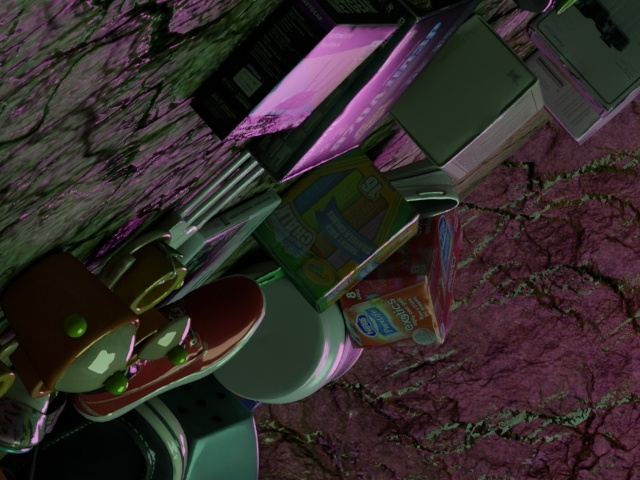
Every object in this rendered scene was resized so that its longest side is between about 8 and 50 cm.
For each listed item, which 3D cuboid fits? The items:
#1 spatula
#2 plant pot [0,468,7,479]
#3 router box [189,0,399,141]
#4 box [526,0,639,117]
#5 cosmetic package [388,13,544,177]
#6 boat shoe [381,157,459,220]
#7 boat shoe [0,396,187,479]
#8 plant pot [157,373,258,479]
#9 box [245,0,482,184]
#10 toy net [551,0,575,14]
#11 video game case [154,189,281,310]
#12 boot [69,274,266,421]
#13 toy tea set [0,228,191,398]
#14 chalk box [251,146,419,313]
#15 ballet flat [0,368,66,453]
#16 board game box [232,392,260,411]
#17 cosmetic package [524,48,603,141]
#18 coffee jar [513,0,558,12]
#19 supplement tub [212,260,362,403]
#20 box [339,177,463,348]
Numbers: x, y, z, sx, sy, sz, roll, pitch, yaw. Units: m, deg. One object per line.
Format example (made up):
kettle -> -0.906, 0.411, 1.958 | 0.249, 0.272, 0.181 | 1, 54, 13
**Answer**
spatula -> -0.102, -0.042, 1.675 | 0.242, 0.019, 0.168 | -41, 173, -2
plant pot -> -0.334, 0.228, 1.157 | 0.243, 0.275, 0.275 | -30, 170, -18
router box -> -0.018, -0.145, 1.368 | 0.133, 0.046, 0.179 | -44, 173, 19
box -> 0.448, -0.329, 2.351 | 0.290, 0.169, 0.087 | -43, 176, 1
cosmetic package -> 0.182, -0.170, 2.080 | 0.160, 0.113, 0.309 | -42, 173, 5
boat shoe -> 0.077, -0.043, 2.213 | 0.226, 0.075, 0.083 | -22, 150, -12
boat shoe -> -0.334, 0.342, 2.163 | 0.500, 0.187, 0.156 | -40, -178, 42
plant pot -> -0.184, 0.302, 2.254 | 0.165, 0.166, 0.234 | -18, 140, -40
box -> 0.046, -0.161, 1.577 | 0.220, 0.051, 0.175 | -48, 171, 29
toy net -> 0.371, -0.373, 2.134 | 0.232, 0.045, 0.122 | -42, 173, -1
video game case -> -0.144, 0.027, 1.879 | 0.190, 0.022, 0.173 | -44, 173, 31
boot -> -0.163, 0.102, 1.808 | 0.244, 0.088, 0.176 | -32, 166, -13
toy tea set -> -0.193, 0.097, 1.505 | 0.200, 0.124, 0.336 | -45, 168, 26
chalk box -> 0.000, 0.000, 2.047 | 0.213, 0.132, 0.132 | -41, 173, -3
ballet flat -> -0.300, 0.165, 1.715 | 0.079, 0.077, 0.221 | -60, 179, -2
board game box -> -0.096, 0.171, 2.603 | 0.201, 0.136, 0.035 | -32, 168, -50
cosmetic package -> 0.420, -0.258, 2.696 | 0.151, 0.151, 0.184 | -41, 174, 9
coffee jar -> 0.269, -0.318, 1.750 | 0.184, 0.079, 0.096 | -40, 173, -10
supplement tub -> -0.048, 0.120, 2.302 | 0.191, 0.191, 0.272 | -43, 173, 10
box -> 0.111, 0.021, 2.295 | 0.128, 0.122, 0.257 | -5, -145, 16
